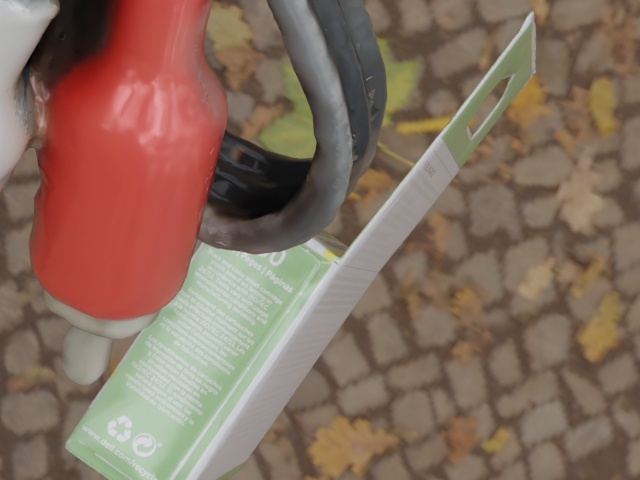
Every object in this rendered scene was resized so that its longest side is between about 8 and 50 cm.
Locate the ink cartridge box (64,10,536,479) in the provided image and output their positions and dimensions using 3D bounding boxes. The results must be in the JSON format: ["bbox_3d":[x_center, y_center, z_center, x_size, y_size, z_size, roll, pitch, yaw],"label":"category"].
[{"bbox_3d":[0.000,0.000,0.751,0.056,0.171,0.235,35,92,7],"label":"ink cartridge box"}]

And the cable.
[{"bbox_3d":[-0.033,-0.066,0.286,0.139,0.287,0.072,20,53,-9],"label":"cable"}]
